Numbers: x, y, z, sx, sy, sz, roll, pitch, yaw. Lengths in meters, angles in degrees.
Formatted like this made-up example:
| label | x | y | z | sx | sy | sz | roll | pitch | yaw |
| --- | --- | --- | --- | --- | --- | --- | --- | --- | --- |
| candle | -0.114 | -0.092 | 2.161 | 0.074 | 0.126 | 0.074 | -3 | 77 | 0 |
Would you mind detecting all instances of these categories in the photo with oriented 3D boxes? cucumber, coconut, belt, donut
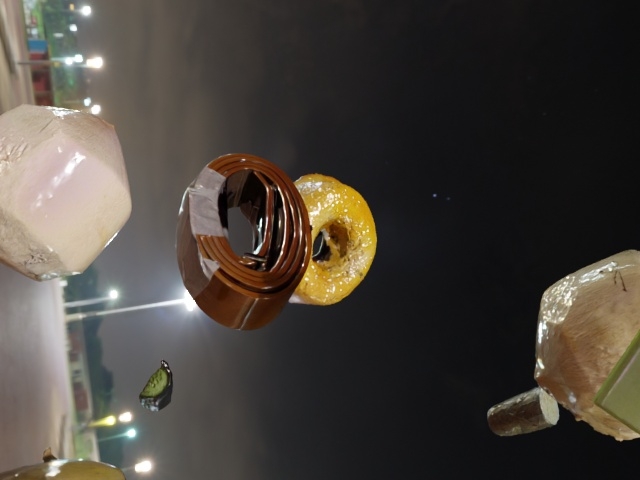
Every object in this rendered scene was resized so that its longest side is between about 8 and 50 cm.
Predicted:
| label | x | y | z | sx | sy | sz | roll | pitch | yaw |
| --- | --- | --- | --- | --- | --- | --- | --- | --- | --- |
| cucumber | -0.323 | 0.299 | 1.189 | 0.046 | 0.070 | 0.220 | 43 | -28 | 11 |
| coconut | 0.606 | 0.213 | 1.200 | 0.360 | 0.346 | 0.347 | -31 | -119 | 23 |
| coconut | -0.359 | -0.074 | 0.794 | 0.234 | 0.224 | 0.224 | -60 | -161 | -12 |
| belt | -0.109 | -0.008 | 0.846 | 0.105 | 0.183 | 0.262 | 122 | -23 | -45 |
| donut | -0.002 | 0.001 | 1.131 | 0.118 | 0.253 | 0.254 | 6 | -77 | 49 |

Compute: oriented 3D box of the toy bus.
| label | x | y | z | sx | sy | sz | roll | pitch | yaw |
| --- | --- | --- | --- | --- | --- | --- | --- | --- | --- |
| toy bus | 0.305 | 0.084 | 0.486 | 0.088 | 0.101 | 0.175 | 35 | -81 | 32 |

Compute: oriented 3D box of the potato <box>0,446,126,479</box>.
| label | x | y | z | sx | sy | sz | roll | pitch | yaw |
| --- | --- | --- | --- | --- | --- | --- | --- | --- | --- |
| potato | -0.383 | 0.336 | 0.706 | 0.116 | 0.298 | 0.239 | 62 | 2 | -14 |

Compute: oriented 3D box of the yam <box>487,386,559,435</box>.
| label | x | y | z | sx | sy | sz | roll | pitch | yaw |
| --- | --- | --- | --- | --- | --- | --- | --- | --- | --- |
| yam | 0.516 | 0.435 | 1.517 | 0.183 | 0.107 | 0.107 | -39 | -121 | 46 |
